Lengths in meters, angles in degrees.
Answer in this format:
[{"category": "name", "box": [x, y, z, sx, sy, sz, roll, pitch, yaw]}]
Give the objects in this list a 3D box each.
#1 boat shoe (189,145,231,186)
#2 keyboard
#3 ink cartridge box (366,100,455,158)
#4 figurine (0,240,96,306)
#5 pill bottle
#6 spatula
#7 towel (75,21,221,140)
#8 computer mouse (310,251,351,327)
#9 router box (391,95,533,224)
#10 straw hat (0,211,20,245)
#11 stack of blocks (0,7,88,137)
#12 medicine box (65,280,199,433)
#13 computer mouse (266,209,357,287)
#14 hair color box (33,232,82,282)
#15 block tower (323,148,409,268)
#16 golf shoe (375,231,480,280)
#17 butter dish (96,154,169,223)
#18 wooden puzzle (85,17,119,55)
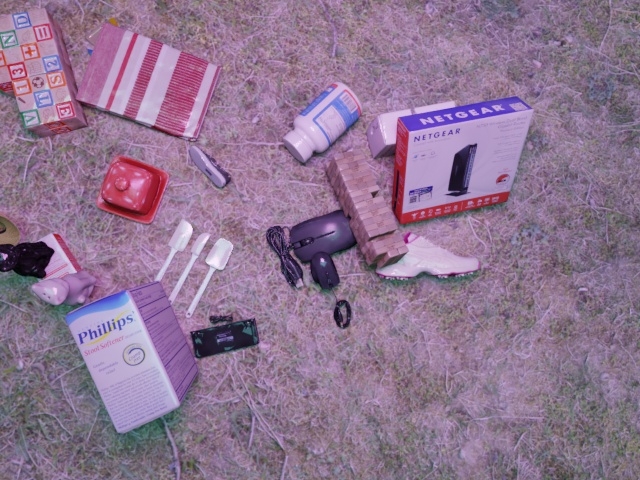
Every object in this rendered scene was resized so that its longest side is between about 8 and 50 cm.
[{"category": "boat shoe", "box": [-0.309, -0.210, 1.236, 0.142, 0.049, 0.040, 49, 50, -1]}, {"category": "keyboard", "box": [-0.267, 0.255, 1.226, 0.180, 0.023, 0.108, -11, 95, -8]}, {"category": "ink cartridge box", "box": [0.256, -0.310, 1.248, 0.218, 0.158, 0.092, -11, 88, -7]}, {"category": "figurine", "box": [-0.655, 0.083, 1.039, 0.215, 0.209, 0.092, 36, 82, -5]}, {"category": "pill bottle", "box": [0.002, -0.326, 1.237, 0.221, 0.124, 0.124, -44, 93, -7]}, {"category": "spatula", "box": [-0.365, 0.083, 1.224, 0.168, 0.019, 0.242, 27, 84, -6]}, {"category": "towel", "box": [-0.469, -0.435, 1.223, 0.329, 0.037, 0.237, 18, 84, -11]}, {"category": "computer mouse", "box": [0.034, 0.142, 1.228, 0.071, 0.041, 0.242, -24, 107, -4]}, {"category": "router box", "box": [0.369, -0.211, 1.203, 0.335, 0.301, 0.082, -12, 44, -7]}, {"category": "straw hat", "box": [-0.852, -0.048, 1.147, 0.144, 0.144, 0.061, -4, 45, -7]}, {"category": "stack of blocks", "box": [-0.755, -0.434, 1.168, 0.171, 0.087, 0.297, -17, 89, -7]}, {"category": "medicine box", "box": [-0.438, 0.262, 1.077, 0.149, 0.263, 0.289, -24, 92, -6]}, {"category": "computer mouse", "box": [0.000, 0.000, 1.246, 0.272, 0.072, 0.188, -25, 89, -7]}, {"category": "hair color box", "box": [-0.696, 0.076, 1.167, 0.093, 0.053, 0.167, -32, 90, -9]}, {"category": "block tower", "box": [0.119, -0.093, 1.204, 0.091, 0.097, 0.335, -17, 72, -20]}, {"category": "golf shoe", "box": [0.309, 0.043, 1.263, 0.306, 0.115, 0.140, 0, 84, -8]}, {"category": "butter dish", "box": [-0.508, -0.142, 1.168, 0.160, 0.118, 0.160, 20, 84, -5]}, {"category": "wooden puzzle", "box": [-0.604, -0.563, 1.231, 0.116, 0.014, 0.078, -38, 88, -7]}]
